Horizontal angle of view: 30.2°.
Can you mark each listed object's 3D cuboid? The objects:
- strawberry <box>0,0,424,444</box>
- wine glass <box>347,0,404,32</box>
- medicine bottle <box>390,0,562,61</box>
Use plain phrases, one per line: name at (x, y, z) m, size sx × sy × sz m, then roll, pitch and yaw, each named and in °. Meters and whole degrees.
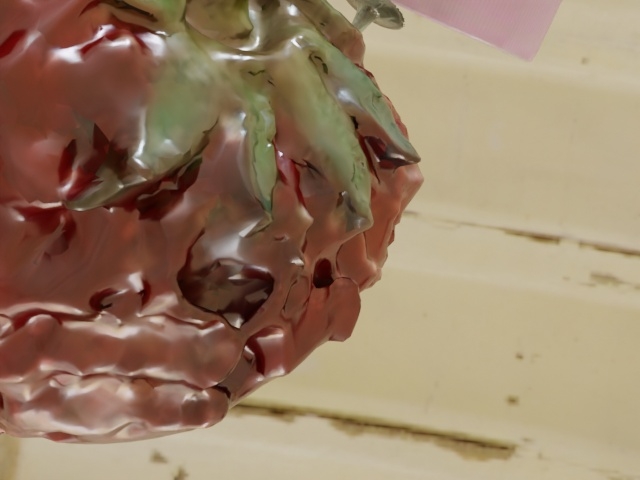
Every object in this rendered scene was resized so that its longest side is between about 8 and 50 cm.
strawberry at (-0.149, -0.032, 0.620) m, size 0.345 × 0.317 × 0.295 m, roll -32°, pitch -138°, yaw 38°
wine glass at (-0.011, -0.109, 0.934) m, size 0.198 × 0.066 × 0.066 m, roll -57°, pitch -169°, yaw -11°
medicine bottle at (0.189, -0.362, 1.195) m, size 0.202 × 0.202 × 0.316 m, roll -125°, pitch -123°, yaw -69°
